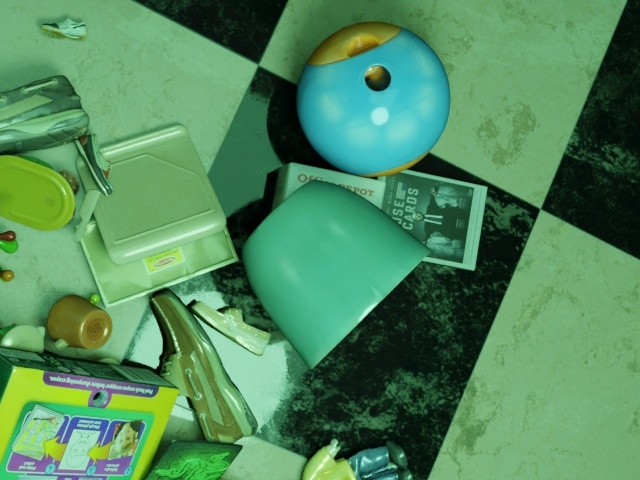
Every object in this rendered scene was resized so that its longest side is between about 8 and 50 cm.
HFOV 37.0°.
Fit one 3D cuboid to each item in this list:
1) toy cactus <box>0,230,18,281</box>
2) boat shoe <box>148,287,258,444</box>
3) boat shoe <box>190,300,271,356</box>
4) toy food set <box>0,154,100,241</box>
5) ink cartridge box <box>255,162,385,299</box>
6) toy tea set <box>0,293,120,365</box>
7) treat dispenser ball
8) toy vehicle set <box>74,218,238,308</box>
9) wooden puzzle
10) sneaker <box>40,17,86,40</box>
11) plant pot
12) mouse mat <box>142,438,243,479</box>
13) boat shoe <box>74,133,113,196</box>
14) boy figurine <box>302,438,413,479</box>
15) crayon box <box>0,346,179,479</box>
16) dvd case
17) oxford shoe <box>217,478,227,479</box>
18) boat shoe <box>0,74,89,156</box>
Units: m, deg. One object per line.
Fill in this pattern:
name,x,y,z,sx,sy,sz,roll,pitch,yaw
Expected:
toy cactus,-0.622,0.009,1.662,0.219,0.112,0.180,-21,113,-39
boat shoe,-0.239,0.247,1.784,0.120,0.122,0.324,-30,95,-10
boat shoe,-0.169,0.157,1.835,0.170,0.063,0.059,36,78,-20
toy food set,-0.504,-0.089,1.745,0.218,0.071,0.128,21,116,0
ink cartridge box,0.000,0.000,1.850,0.197,0.114,0.273,11,86,-13
toy tea set,-0.506,0.213,1.681,0.336,0.124,0.200,-12,108,-48
treat dispenser ball,0.099,-0.262,1.791,0.288,0.288,0.288,0,89,-14
toy vehicle set,-0.308,0.006,1.811,0.267,0.035,0.166,-20,93,-14
wooden puzzle,-0.315,-0.085,1.778,0.221,0.044,0.239,-19,67,-13
sneaker,-0.478,-0.397,1.785,0.083,0.032,0.037,6,74,-19
plant pot,0.007,0.037,1.656,0.293,0.293,0.235,-43,85,-11
mouse mat,-0.242,0.425,1.755,0.189,0.007,0.152,19,112,-51
boat shoe,-0.405,-0.139,1.748,0.043,0.049,0.137,-24,63,-17
boy figurine,0.032,0.477,1.863,0.285,0.092,0.177,-17,96,-17
crayon box,-0.447,0.359,1.615,0.363,0.106,0.313,21,92,-51
dvd case,0.214,-0.046,1.949,0.238,0.029,0.179,11,86,-14
oxford shoe,-0.101,0.618,1.794,0.363,0.130,0.133,44,60,-1
boat shoe,-0.600,-0.213,1.710,0.355,0.132,0.130,-15,83,-23
